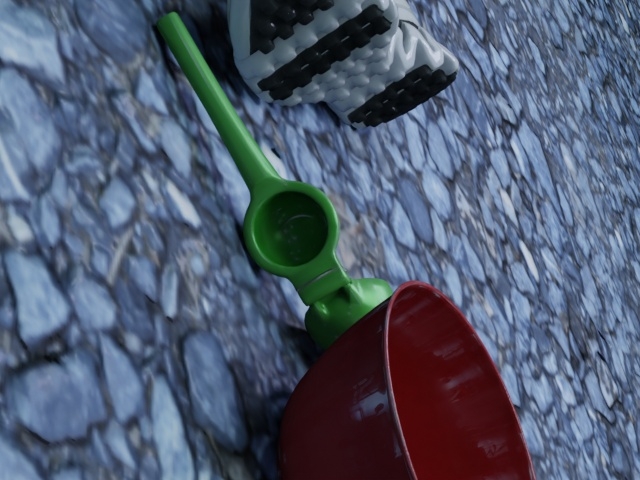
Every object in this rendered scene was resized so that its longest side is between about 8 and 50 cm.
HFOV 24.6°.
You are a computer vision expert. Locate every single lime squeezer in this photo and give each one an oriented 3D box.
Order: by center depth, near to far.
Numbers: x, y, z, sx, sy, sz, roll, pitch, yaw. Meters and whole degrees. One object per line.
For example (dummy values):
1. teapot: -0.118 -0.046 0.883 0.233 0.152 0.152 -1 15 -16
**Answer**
1. lime squeezer: 0.000 0.000 0.885 0.310 0.059 0.110 53 27 -29

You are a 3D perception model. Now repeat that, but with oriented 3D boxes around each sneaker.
1. sneaker: 0.001 -0.155 0.985 0.118 0.110 0.292 64 14 12

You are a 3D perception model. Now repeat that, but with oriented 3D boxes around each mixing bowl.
1. mixing bowl: 0.040 0.123 0.804 0.181 0.098 0.181 46 31 -39
